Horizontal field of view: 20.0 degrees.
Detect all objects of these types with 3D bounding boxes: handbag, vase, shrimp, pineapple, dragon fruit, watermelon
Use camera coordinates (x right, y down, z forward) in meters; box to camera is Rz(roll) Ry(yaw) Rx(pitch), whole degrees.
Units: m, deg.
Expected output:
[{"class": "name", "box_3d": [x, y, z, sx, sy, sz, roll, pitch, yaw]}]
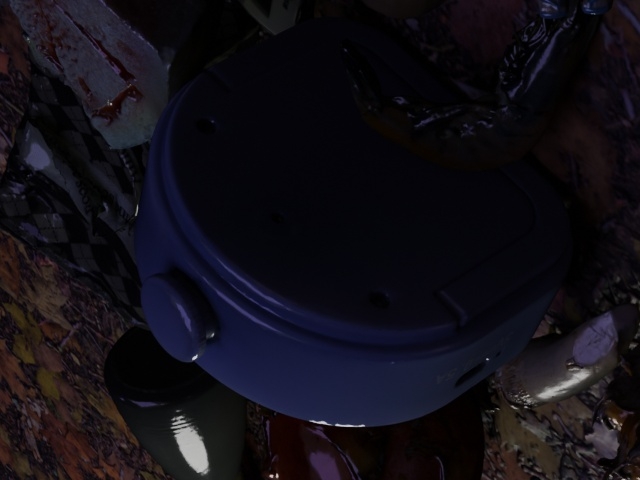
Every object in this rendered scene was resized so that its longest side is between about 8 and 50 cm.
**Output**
[{"class": "handbag", "box_3d": [-0.233, -0.137, 2.047, 0.316, 0.180, 0.416, 34, 140, 22]}, {"class": "vase", "box_3d": [-0.155, 0.258, 2.349, 0.173, 0.173, 0.321, 27, 145, 41]}, {"class": "shrimp", "box_3d": [0.123, -0.160, 1.522, 0.198, 0.051, 0.262, 16, 135, -14]}, {"class": "pineapple", "box_3d": [0.324, 0.154, 1.543, 0.186, 0.236, 0.114, -7, 125, 15]}, {"class": "dragon fruit", "box_3d": [0.060, 0.196, 1.889, 0.315, 0.250, 0.250, 47, 149, 13]}, {"class": "watermelon", "box_3d": [-0.187, -0.247, 1.718, 0.201, 0.262, 0.213, 21, 162, -17]}]

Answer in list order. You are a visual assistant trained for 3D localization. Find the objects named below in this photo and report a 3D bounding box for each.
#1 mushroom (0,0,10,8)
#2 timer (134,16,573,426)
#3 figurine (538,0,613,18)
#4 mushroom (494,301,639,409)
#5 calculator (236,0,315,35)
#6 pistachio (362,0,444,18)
[{"class": "mushroom", "box_3d": [-0.368, -0.423, 2.041, 0.154, 0.137, 0.407, 44, 157, 48]}, {"class": "timer", "box_3d": [0.000, 0.000, 1.646, 0.395, 0.395, 0.173, 46, 144, 20]}, {"class": "figurine", "box_3d": [0.164, -0.291, 1.386, 0.205, 0.103, 0.260, 4, 130, 23]}, {"class": "mushroom", "box_3d": [0.234, 0.105, 1.677, 0.209, 0.084, 0.071, -39, 67, 65]}, {"class": "calculator", "box_3d": [-0.082, -0.316, 1.805, 0.268, 0.040, 0.177, 46, 148, 21]}, {"class": "pistachio", "box_3d": [0.081, -0.276, 1.506, 0.131, 0.130, 0.206, 9, 140, -4]}]
